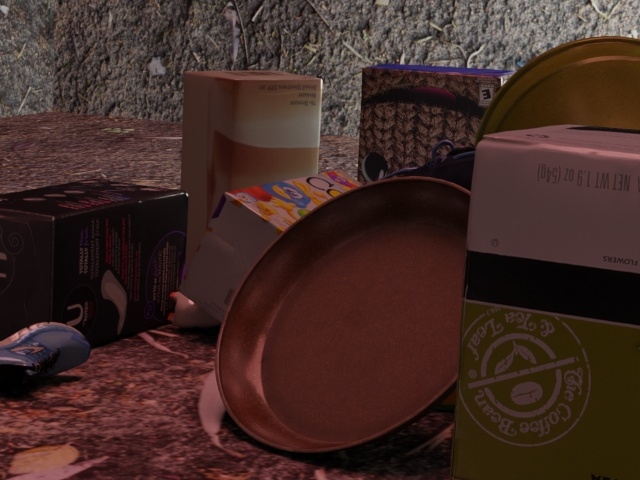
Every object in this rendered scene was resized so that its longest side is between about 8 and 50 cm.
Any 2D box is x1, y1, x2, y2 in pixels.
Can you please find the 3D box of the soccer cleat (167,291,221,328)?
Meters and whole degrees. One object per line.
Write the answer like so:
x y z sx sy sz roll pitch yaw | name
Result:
-0.120 0.069 1.841 0.076 0.068 0.196 11 19 17 | soccer cleat

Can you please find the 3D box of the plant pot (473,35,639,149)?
0.386 -0.045 1.920 0.366 0.366 0.353 3 21 2 | plant pot

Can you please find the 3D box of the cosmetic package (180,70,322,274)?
-0.096 -0.078 2.006 0.153 0.296 0.129 -7 15 -36 | cosmetic package

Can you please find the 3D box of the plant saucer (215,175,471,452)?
0.042 0.074 1.405 0.310 0.311 0.050 12 -28 42 | plant saucer

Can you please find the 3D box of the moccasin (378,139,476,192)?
0.192 -0.054 1.858 0.138 0.117 0.342 44 -21 -25 | moccasin

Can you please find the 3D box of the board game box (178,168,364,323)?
-0.017 0.020 1.788 0.144 0.142 0.275 34 22 20 | board game box

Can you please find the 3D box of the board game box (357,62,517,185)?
0.188 -0.132 2.389 0.232 0.291 0.141 5 11 20 | board game box

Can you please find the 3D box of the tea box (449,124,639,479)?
0.286 0.092 1.054 0.329 0.324 0.220 7 10 27 | tea box

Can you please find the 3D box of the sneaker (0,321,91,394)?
-0.298 0.131 1.495 0.162 0.063 0.073 -12 35 -41 | sneaker

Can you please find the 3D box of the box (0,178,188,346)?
-0.287 0.026 1.735 0.143 0.165 0.270 8 11 26 | box

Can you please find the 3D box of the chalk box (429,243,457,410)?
0.195 0.064 1.609 0.179 0.180 0.289 3 11 2 | chalk box
